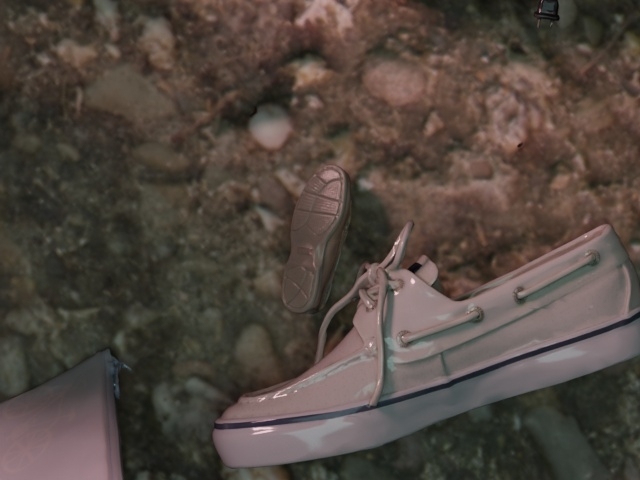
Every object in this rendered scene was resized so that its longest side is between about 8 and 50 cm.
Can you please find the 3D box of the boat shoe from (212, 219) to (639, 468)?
[{"bbox_3d":[0.078,0.063,1.282,0.367,0.136,0.156,-17,94,-3],"label":"boat shoe"}]

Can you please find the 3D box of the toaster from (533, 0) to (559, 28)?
[{"bbox_3d":[0.109,-0.276,1.268,0.146,0.129,0.227,-3,96,3],"label":"toaster"}]

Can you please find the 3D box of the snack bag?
[{"bbox_3d":[-0.295,0.213,1.191,0.343,0.323,0.037,-24,112,0],"label":"snack bag"}]

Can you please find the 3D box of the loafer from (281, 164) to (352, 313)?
[{"bbox_3d":[0.000,0.000,1.329,0.045,0.039,0.125,16,90,31],"label":"loafer"}]
